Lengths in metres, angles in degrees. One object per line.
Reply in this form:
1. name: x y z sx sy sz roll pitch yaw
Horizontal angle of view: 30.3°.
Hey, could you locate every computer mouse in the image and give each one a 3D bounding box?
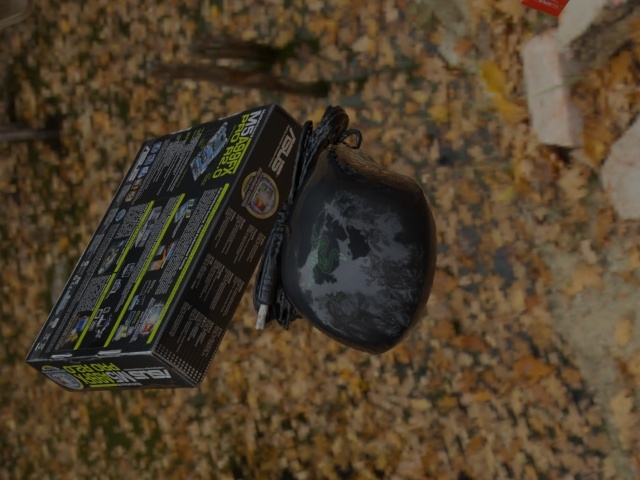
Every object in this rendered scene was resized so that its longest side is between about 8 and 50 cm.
1. computer mouse: 0.000 0.000 0.837 0.272 0.072 0.188 -145 69 -70

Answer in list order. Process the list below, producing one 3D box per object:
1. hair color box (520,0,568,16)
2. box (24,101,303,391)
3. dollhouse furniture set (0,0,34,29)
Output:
1. hair color box: 0.236 -0.283 1.093 0.141 0.043 0.072 121 163 -52
2. box: -0.140 0.010 1.095 0.216 0.060 0.270 -9 48 46
3. dollhouse furniture set: -0.374 -0.376 1.253 0.212 0.161 0.242 61 -171 -64
